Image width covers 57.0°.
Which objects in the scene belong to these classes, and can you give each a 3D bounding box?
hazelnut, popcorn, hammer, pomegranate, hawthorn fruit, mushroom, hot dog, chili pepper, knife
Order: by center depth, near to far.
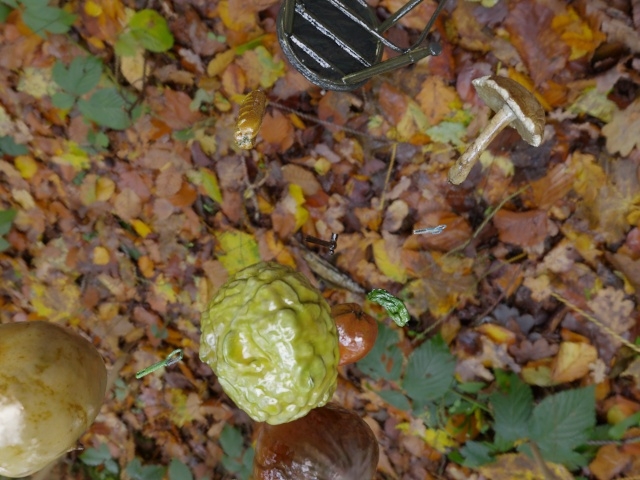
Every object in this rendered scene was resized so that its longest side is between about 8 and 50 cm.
[{"bbox_3d":[-0.063,0.166,0.929,0.251,0.206,0.237,52,-179,-41],"label":"popcorn"},{"bbox_3d":[0.122,0.114,1.032,0.091,0.030,0.034,41,131,18],"label":"chili pepper"},{"bbox_3d":[-0.621,0.342,1.251,0.342,0.342,0.342,25,145,19],"label":"pomegranate"},{"bbox_3d":[0.459,-0.263,1.521,0.208,0.233,0.302,15,103,11],"label":"mushroom"},{"bbox_3d":[0.000,0.000,1.612,0.021,0.065,0.178,14,179,29],"label":"hammer"},{"bbox_3d":[-0.018,0.605,1.632,0.372,0.372,0.315,-9,123,49],"label":"hazelnut"},{"bbox_3d":[-0.197,-0.339,1.648,0.072,0.269,0.115,12,121,-9],"label":"hot dog"},{"bbox_3d":[0.072,0.273,1.715,0.189,0.189,0.189,25,145,19],"label":"hawthorn fruit"},{"bbox_3d":[-0.519,0.394,1.900,0.212,0.054,0.015,-29,127,23],"label":"knife"}]

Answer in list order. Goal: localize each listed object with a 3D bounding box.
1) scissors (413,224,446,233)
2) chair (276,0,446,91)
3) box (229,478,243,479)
[{"bbox_3d":[0.358,-0.032,1.947,0.058,0.119,0.014,123,135,-56],"label":"scissors"},{"bbox_3d":[0.093,-0.572,1.384,0.364,0.362,0.410,33,159,-13],"label":"chair"},{"bbox_3d":[-0.114,0.563,0.789,0.367,0.373,0.090,25,149,32],"label":"box"}]
